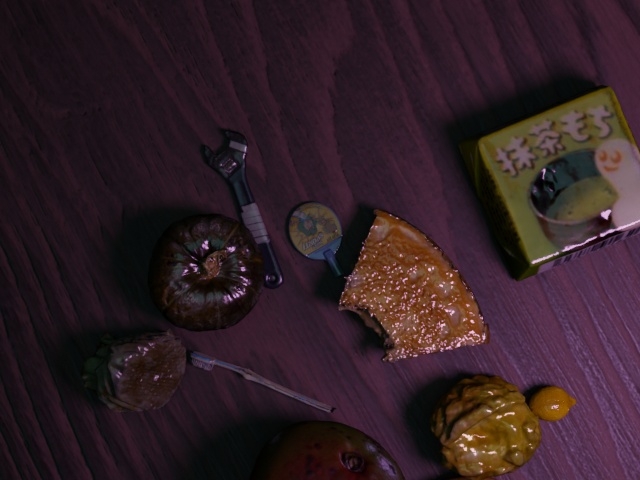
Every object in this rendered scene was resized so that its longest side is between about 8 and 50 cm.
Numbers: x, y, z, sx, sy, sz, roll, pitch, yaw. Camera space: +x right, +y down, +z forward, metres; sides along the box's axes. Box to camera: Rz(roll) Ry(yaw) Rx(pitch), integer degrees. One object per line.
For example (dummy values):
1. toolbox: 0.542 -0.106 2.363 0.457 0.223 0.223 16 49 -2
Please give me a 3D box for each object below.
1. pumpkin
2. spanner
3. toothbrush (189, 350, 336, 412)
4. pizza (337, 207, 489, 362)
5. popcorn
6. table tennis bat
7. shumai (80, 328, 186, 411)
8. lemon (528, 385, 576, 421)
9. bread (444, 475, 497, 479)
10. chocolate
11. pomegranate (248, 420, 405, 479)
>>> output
1. pumpkin: -0.209 0.059 1.823 0.223 0.157 0.224 1 82 -8
2. spanner: -0.141 -0.056 1.896 0.087 0.024 0.316 -19 87 3
3. toothbrush: -0.109 0.266 1.869 0.294 0.026 0.028 18 105 4
4. pizza: 0.156 0.107 1.838 0.223 0.089 0.323 -39 84 -7
5. popcorn: 0.291 0.333 1.788 0.197 0.155 0.198 -1 98 -9
6. table tennis bat: 0.000 0.000 1.887 0.100 0.019 0.155 -28 83 0
7. shumai: -0.350 0.229 1.852 0.142 0.184 0.184 26 87 34
8. lemon: 0.424 0.299 1.824 0.092 0.065 0.065 -9 86 -5
9. bread: 0.258 0.483 1.814 0.189 0.077 0.114 -7 106 1
10. chocolate: 0.444 -0.111 1.815 0.301 0.137 0.289 -22 85 1
11. pomegranate: 0.008 0.471 1.765 0.290 0.323 0.291 3 55 -4
